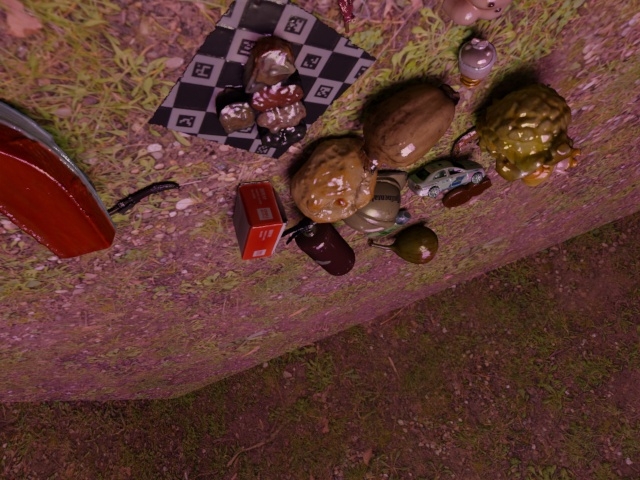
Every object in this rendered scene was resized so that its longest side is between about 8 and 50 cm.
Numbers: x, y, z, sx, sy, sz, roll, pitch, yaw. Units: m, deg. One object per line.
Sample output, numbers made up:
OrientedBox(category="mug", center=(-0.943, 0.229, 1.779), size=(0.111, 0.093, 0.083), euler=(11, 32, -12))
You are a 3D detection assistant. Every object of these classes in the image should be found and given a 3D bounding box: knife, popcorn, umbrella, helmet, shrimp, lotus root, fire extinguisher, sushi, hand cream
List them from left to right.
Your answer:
OrientedBox(category="knife", center=(-0.428, -0.088, 1.005), size=(0.222, 0.021, 0.045), euler=(-22, 159, 4))
OrientedBox(category="sushi", center=(-0.093, -0.259, 0.835), size=(0.320, 0.068, 0.339), euler=(8, 144, -47))
OrientedBox(category="fire extinguisher", center=(-0.001, 0.013, 1.301), size=(0.135, 0.114, 0.337), euler=(-37, 152, 3))
OrientedBox(category="umbrella", center=(0.040, -0.398, 0.699), size=(0.027, 0.025, 0.165), euler=(1, 155, 8))
OrientedBox(category="helmet", center=(0.162, -0.094, 1.296), size=(0.258, 0.137, 0.204), euler=(-11, 155, -19))
OrientedBox(category="hand cream", center=(0.245, -0.050, 1.563), size=(0.095, 0.046, 0.175), euler=(-4, 155, -42))
OrientedBox(category="lotus root", center=(0.186, -0.253, 0.968), size=(0.257, 0.154, 0.140), euler=(-40, 157, 1))
OrientedBox(category="shrimp", center=(0.452, -0.263, 1.275), size=(0.148, 0.035, 0.195), euler=(-31, 147, 19))
OrientedBox(category="popcorn", center=(0.506, -0.258, 1.075), size=(0.206, 0.251, 0.237), euler=(-12, 142, -9))

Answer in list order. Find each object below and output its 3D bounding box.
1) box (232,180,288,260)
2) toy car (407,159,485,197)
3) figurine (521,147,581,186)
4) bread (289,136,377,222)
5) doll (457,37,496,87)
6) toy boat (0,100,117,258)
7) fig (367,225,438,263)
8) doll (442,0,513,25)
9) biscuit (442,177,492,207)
OrientedBox(category="box", center=(-0.163, -0.049, 1.151), size=(0.099, 0.133, 0.182), euler=(-10, 153, -23))
OrientedBox(category="toy car", center=(0.371, -0.195, 1.300), size=(0.224, 0.090, 0.076), euler=(-18, 122, -4))
OrientedBox(category="figurine", center=(0.714, -0.251, 1.404), size=(0.246, 0.131, 0.156), euler=(-8, 119, -21))
OrientedBox(category="bread", center=(0.039, -0.140, 1.102), size=(0.244, 0.134, 0.244), euler=(-19, 156, -9))
OrientedBox(category="doll", center=(0.328, -0.381, 0.911), size=(0.084, 0.073, 0.127), euler=(-51, 163, -11))
OrientedBox(category="toy boat", center=(-0.499, -0.110, 0.795), size=(0.145, 0.133, 0.332), euler=(-14, 145, -1))
OrientedBox(category="fig", center=(0.315, 0.031, 1.678), size=(0.259, 0.151, 0.151), euler=(-13, 155, -7))
OrientedBox(category="doll", center=(0.327, -0.447, 0.722), size=(0.278, 0.119, 0.154), euler=(-21, 159, -20))
OrientedBox(category="biscuit", center=(0.508, -0.167, 1.539), size=(0.175, 0.026, 0.124), euler=(-27, 156, 18))
